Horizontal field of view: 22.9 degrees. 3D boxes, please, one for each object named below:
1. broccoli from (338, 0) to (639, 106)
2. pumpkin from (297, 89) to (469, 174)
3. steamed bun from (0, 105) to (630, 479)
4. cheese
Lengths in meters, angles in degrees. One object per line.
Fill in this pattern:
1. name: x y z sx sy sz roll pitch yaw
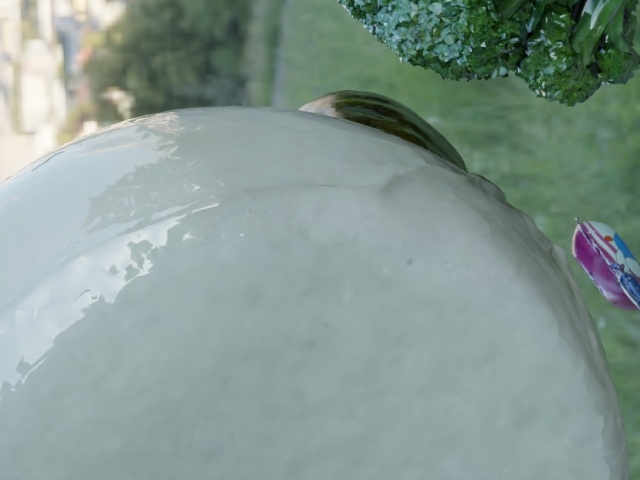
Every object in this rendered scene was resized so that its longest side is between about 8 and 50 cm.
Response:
1. broccoli: 0.127 -0.283 1.247 0.310 0.321 0.413 22 135 57
2. pumpkin: 0.000 0.000 1.289 0.325 0.242 0.232 -65 3 -24
3. steamed bun: -0.034 0.078 0.601 0.177 0.283 0.283 -123 32 -66
4. cheese: 0.224 0.024 1.198 0.095 0.038 0.145 50 -173 -14
